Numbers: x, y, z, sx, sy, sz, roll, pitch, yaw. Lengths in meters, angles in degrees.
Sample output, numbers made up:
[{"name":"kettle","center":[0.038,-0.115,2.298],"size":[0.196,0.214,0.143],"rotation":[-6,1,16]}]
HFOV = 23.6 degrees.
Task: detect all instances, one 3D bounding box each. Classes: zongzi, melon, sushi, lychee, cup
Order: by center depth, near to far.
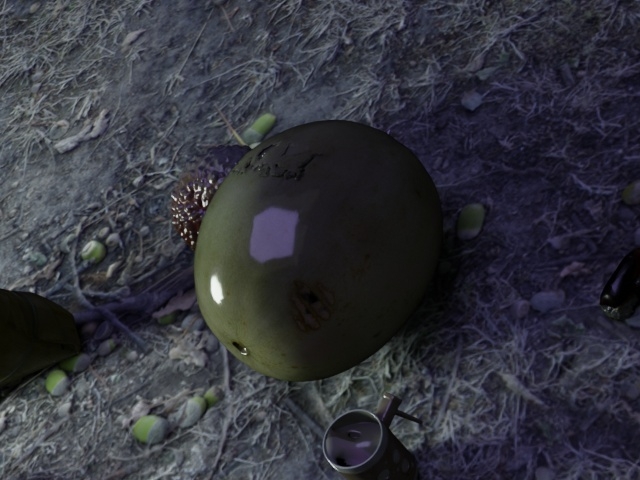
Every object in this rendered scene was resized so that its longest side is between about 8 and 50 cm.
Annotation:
[{"name":"cup","center":[0.060,0.226,1.670],"size":[0.074,0.099,0.102],"rotation":[-7,53,29]},{"name":"sushi","center":[0.332,0.043,1.672],"size":[0.044,0.046,0.083],"rotation":[22,71,43]},{"name":"melon","center":[0.000,0.000,1.771],"size":[0.268,0.268,0.330],"rotation":[17,59,41]},{"name":"lychee","center":[-0.112,-0.043,1.950],"size":[0.165,0.165,0.197],"rotation":[-19,14,21]},{"name":"zongzi","center":[-0.470,0.136,1.996],"size":[0.228,0.256,0.115],"rotation":[-25,71,17]}]
